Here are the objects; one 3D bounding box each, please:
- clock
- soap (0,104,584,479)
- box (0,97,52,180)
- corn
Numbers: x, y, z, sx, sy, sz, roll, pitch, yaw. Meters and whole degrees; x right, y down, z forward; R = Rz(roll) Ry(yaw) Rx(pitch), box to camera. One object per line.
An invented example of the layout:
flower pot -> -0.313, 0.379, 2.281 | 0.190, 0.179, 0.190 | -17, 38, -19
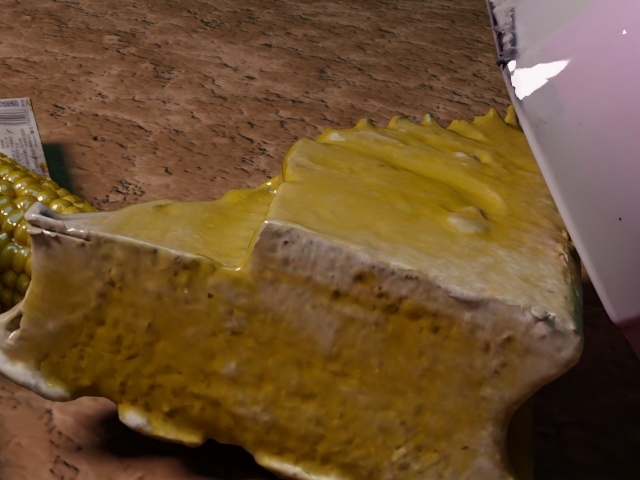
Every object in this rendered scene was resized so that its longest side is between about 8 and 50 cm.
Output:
clock -> 0.211, -0.045, 0.739 | 0.102, 0.338, 0.338 | -23, 18, 18
soap -> 0.000, 0.000, 0.750 | 0.305, 0.169, 0.338 | 17, 25, 3
box -> -0.247, -0.064, 0.985 | 0.041, 0.049, 0.207 | -6, 26, -17
corn -> -0.264, -0.024, 0.828 | 0.318, 0.115, 0.115 | 21, 28, 32
